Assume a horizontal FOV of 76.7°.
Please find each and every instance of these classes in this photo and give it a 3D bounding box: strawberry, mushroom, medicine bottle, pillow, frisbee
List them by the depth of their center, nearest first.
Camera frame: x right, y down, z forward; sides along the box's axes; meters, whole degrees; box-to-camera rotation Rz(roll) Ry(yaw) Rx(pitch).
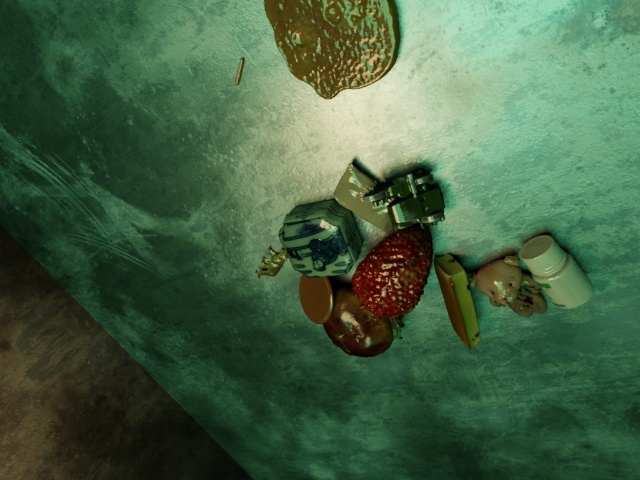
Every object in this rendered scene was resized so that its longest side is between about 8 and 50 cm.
[{"bbox_3d":[0.777,0.104,1.342,0.237,0.139,0.139,45,127,-12],"label":"medicine bottle"},{"bbox_3d":[0.180,-0.145,1.450,0.270,0.067,0.173,31,130,-3],"label":"pillow"},{"bbox_3d":[0.270,0.117,1.463,0.292,0.292,0.343,25,132,3],"label":"strawberry"},{"bbox_3d":[-0.023,0.231,1.716,0.251,0.021,0.250,6,97,54],"label":"frisbee"},{"bbox_3d":[0.171,0.350,1.734,0.345,0.260,0.345,28,132,37],"label":"mushroom"}]

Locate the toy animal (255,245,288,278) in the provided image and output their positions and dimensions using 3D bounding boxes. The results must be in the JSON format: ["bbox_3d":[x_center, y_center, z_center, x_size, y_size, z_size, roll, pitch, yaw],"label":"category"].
[{"bbox_3d":[-0.215,0.105,1.784,0.099,0.056,0.241,31,128,-2],"label":"toy animal"}]

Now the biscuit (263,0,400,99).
[{"bbox_3d":[0.038,-0.620,1.179,0.365,0.062,0.385,-18,115,33],"label":"biscuit"}]

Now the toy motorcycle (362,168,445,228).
[{"bbox_3d":[0.284,-0.126,1.343,0.275,0.127,0.205,-19,101,-2],"label":"toy motorcycle"}]

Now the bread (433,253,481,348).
[{"bbox_3d":[0.521,0.231,1.528,0.077,0.138,0.361,-23,116,0],"label":"bread"}]

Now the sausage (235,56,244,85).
[{"bbox_3d":[-0.274,-0.569,1.366,0.015,0.015,0.100,27,128,2],"label":"sausage"}]

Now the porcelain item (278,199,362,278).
[{"bbox_3d":[0.000,0.000,1.566,0.282,0.157,0.285,-7,119,27],"label":"porcelain item"}]

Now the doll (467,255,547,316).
[{"bbox_3d":[0.686,0.197,1.437,0.303,0.156,0.201,40,127,-14],"label":"doll"}]
